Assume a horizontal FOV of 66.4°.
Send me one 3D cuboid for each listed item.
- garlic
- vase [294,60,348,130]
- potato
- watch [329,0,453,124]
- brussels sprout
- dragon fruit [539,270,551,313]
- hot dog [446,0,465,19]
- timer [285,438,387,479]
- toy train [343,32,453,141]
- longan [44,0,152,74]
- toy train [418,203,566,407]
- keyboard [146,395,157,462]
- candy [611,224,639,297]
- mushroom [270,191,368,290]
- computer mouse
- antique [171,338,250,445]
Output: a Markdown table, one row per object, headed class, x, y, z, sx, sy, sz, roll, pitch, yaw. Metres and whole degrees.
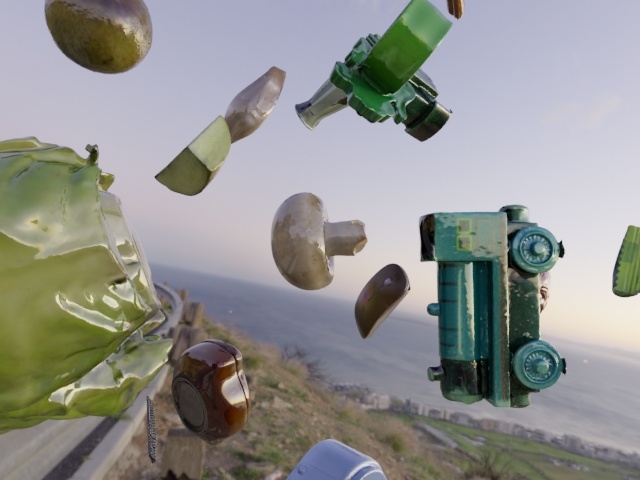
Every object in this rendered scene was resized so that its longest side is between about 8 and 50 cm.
| class | x | y | z | sx | sy | sz | roll | pitch | yaw |
| --- | --- | --- | --- | --- | --- | --- | --- | --- | --- |
| garlic | -0.214 | -0.449 | 1.594 | 0.143 | 0.318 | 0.112 | 10 | -33 | 50 |
| vase | 0.082 | -0.536 | 1.728 | 0.360 | 0.165 | 0.165 | -32 | -24 | 22 |
| potato | -0.226 | -0.152 | 0.934 | 0.149 | 0.120 | 0.081 | -24 | -66 | 45 |
| watch | 0.116 | -0.263 | 0.706 | 0.131 | 0.165 | 0.152 | 42 | -47 | -9 |
| brussels sprout | -0.424 | 0.075 | 0.671 | 0.361 | 0.425 | 0.342 | -20 | 46 | -17 |
| dragon fruit | 0.463 | 0.095 | 1.288 | 0.245 | 0.298 | 0.244 | -18 | -31 | -12 |
| hot dog | 0.362 | -0.656 | 1.311 | 0.038 | 0.062 | 0.144 | -35 | -25 | 6 |
| timer | 0.002 | 0.638 | 0.990 | 0.173 | 0.394 | 0.395 | 8 | -6 | 43 |
| toy train | 0.204 | -0.382 | 1.256 | 0.330 | 0.178 | 0.138 | 13 | -47 | -47 |
| longan | -0.319 | -0.329 | 0.714 | 0.155 | 0.145 | 0.176 | 35 | -39 | -18 |
| toy train | 0.242 | 0.095 | 0.722 | 0.194 | 0.298 | 0.120 | 0 | -3 | -3 |
| keyboard | -0.517 | 0.574 | 1.494 | 0.018 | 0.195 | 0.060 | -12 | -42 | -10 |
| candy | 0.612 | 0.055 | 0.777 | 0.246 | 0.149 | 0.069 | 18 | -32 | 22 |
| mushroom | 0.000 | 0.000 | 0.998 | 0.204 | 0.204 | 0.204 | 11 | -5 | 1 |
| computer mouse | 0.203 | 0.217 | 1.738 | 0.072 | 0.310 | 0.158 | 14 | 37 | -28 |
| antique | -0.267 | 0.371 | 1.187 | 0.224 | 0.278 | 0.129 | 33 | 33 | 26 |
